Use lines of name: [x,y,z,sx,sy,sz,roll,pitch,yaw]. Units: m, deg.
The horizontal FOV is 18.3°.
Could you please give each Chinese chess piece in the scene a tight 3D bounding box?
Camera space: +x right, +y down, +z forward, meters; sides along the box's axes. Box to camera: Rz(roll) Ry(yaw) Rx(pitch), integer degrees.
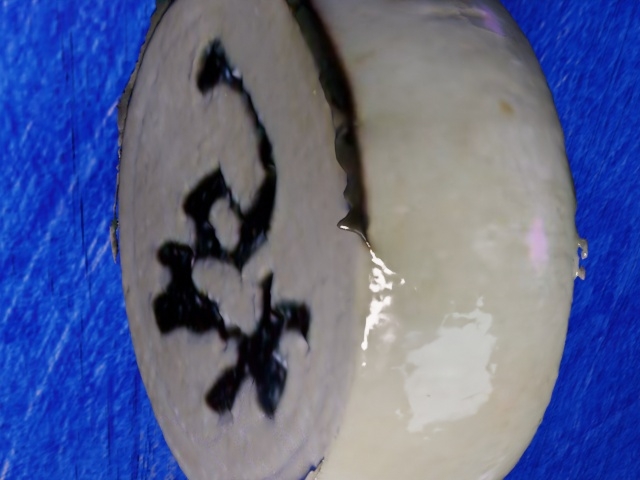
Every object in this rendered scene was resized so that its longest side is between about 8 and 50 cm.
Chinese chess piece: [0.000,0.000,1.145,0.146,0.349,0.349,-2,141,-28]
